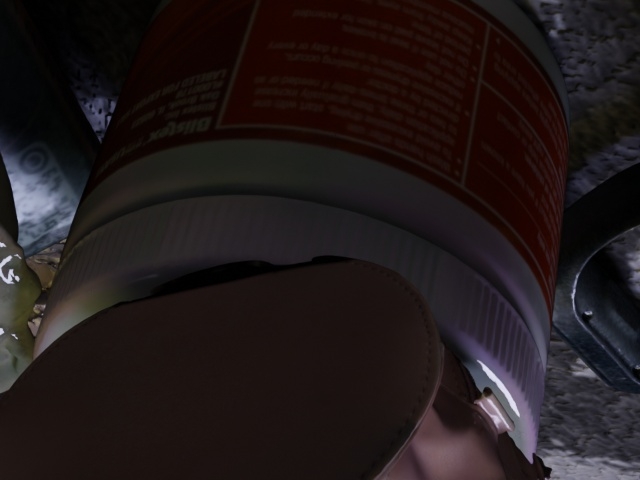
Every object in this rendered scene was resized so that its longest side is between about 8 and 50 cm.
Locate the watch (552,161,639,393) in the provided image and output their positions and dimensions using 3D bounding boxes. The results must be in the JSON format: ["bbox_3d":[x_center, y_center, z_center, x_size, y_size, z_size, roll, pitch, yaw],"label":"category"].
[{"bbox_3d":[0.234,0.023,0.893,0.193,0.068,0.206,-19,135,29],"label":"watch"}]

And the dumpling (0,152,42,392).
[{"bbox_3d":[-0.197,0.005,0.750,0.151,0.124,0.229,25,136,26],"label":"dumpling"}]

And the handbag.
[{"bbox_3d":[-0.022,0.097,0.587,0.205,0.179,0.116,-12,127,19],"label":"handbag"}]

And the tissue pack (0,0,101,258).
[{"bbox_3d":[-0.268,-0.090,0.806,0.228,0.103,0.316,-26,136,-3],"label":"tissue pack"}]

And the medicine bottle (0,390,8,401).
[{"bbox_3d":[-0.222,0.158,1.122,0.247,0.147,0.147,22,140,-10],"label":"medicine bottle"}]

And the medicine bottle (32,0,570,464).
[{"bbox_3d":[0.000,0.000,0.790,0.252,0.241,0.252,8,140,7],"label":"medicine bottle"}]

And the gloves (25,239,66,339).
[{"bbox_3d":[-0.174,0.021,0.987,0.110,0.094,0.144,-4,131,3],"label":"gloves"}]
